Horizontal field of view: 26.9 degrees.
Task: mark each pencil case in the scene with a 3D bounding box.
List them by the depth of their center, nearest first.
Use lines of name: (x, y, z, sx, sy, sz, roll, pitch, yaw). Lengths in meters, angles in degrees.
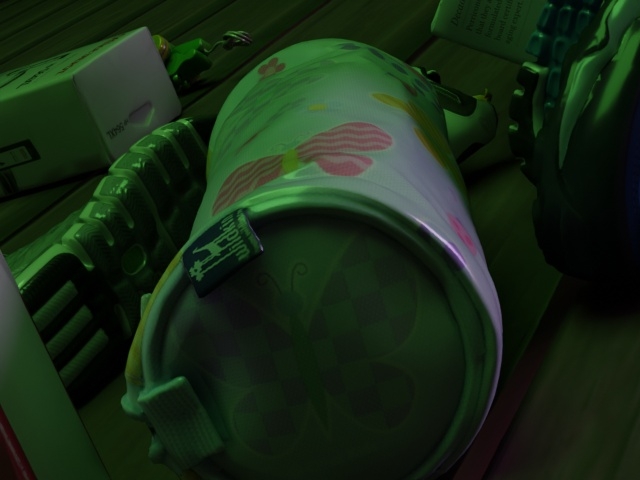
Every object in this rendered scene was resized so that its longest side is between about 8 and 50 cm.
pencil case: (0.000, 0.000, 0.530, 0.124, 0.113, 0.273, -38, 14, 15)

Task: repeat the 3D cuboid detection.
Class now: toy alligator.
toy alligator: (-0.140, -0.162, 1.275, 0.189, 0.056, 0.051, -2, 68, 43)

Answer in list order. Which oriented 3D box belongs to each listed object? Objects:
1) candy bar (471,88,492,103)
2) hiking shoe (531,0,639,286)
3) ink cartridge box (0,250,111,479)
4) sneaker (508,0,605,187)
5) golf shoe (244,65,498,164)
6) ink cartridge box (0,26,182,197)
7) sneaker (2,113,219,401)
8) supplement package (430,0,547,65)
candy bar: (0.038, -0.071, 0.847, 0.161, 0.018, 0.040, -7, 23, 40)
hiking shoe: (0.211, -0.081, 0.525, 0.304, 0.113, 0.132, -39, 43, -19)
ink cartridge box: (-0.208, 0.080, 0.434, 0.237, 0.172, 0.100, -21, 18, 1)
sneaker: (0.144, -0.115, 0.602, 0.083, 0.191, 0.071, -12, 37, -39)
golf shoe: (0.022, -0.063, 0.772, 0.094, 0.077, 0.198, -18, 21, -26)
ink cartridge box: (-0.244, -0.103, 1.155, 0.203, 0.086, 0.148, -14, 19, 24)
sneaker: (-0.129, 0.007, 0.709, 0.132, 0.086, 0.228, -11, 22, 38)
supplement package: (0.178, -0.231, 0.698, 0.145, 0.262, 0.204, 20, 28, 8)
